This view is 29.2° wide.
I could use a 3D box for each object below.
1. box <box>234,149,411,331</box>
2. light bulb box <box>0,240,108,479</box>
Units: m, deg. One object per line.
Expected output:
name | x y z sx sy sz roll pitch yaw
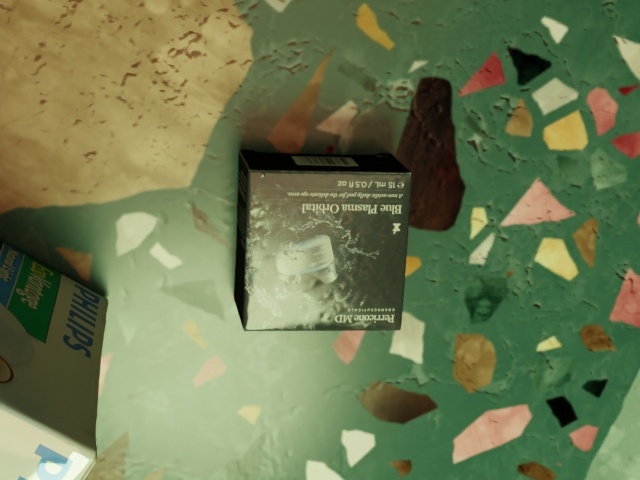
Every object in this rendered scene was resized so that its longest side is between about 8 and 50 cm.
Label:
box | 0.000 0.000 1.177 0.156 0.093 0.158 0 105 -9
light bulb box | -0.383 0.107 1.004 0.361 0.358 0.225 31 100 -16
